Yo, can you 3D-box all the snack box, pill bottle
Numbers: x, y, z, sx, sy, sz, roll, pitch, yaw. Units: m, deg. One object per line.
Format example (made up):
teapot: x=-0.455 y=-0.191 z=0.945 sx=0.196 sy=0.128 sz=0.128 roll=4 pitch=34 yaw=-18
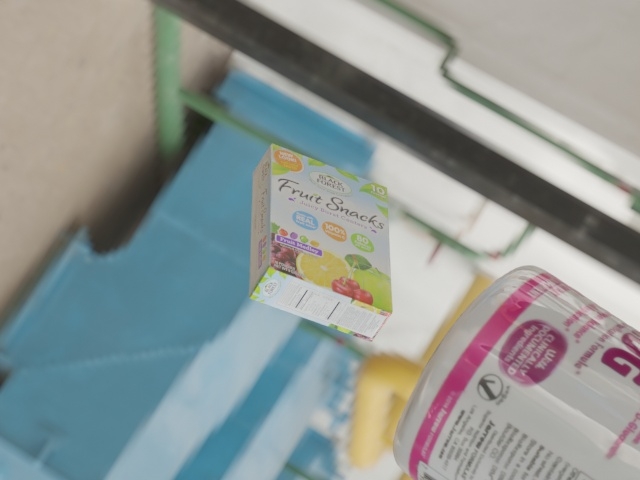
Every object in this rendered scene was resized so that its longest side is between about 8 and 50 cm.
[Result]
snack box: x=0.000 y=0.000 z=1.462 sx=0.037 sy=0.100 sz=0.141 roll=-55 pitch=-158 yaw=35
pill bottle: x=0.201 y=0.152 z=1.241 sx=0.160 sy=0.283 sz=0.160 roll=-47 pitch=159 yaw=-24
